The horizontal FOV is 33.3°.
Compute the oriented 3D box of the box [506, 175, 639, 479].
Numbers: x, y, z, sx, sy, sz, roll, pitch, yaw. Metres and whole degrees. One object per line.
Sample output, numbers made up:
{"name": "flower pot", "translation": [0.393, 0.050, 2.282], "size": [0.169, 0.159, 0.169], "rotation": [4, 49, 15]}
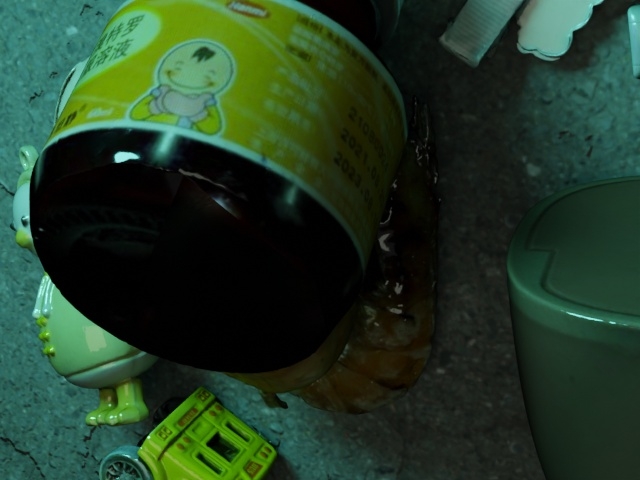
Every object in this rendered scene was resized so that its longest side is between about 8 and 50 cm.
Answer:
{"name": "box", "translation": [0.284, 0.094, 0.806], "size": [0.301, 0.301, 0.216], "rotation": [1, 112, 20]}

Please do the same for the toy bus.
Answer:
{"name": "toy bus", "translation": [-0.184, 0.322, 1.130], "size": [0.152, 0.144, 0.330], "rotation": [34, 113, 6]}

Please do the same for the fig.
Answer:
{"name": "fig", "translation": [-0.044, 0.084, 0.962], "size": [0.159, 0.159, 0.257], "rotation": [17, 143, 15]}

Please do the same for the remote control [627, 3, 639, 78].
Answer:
{"name": "remote control", "translation": [0.331, -0.165, 0.847], "size": [0.166, 0.029, 0.065], "rotation": [-4, 104, 21]}

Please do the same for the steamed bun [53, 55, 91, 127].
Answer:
{"name": "steamed bun", "translation": [-0.155, -0.065, 0.993], "size": [0.177, 0.130, 0.228], "rotation": [-18, 81, 48]}

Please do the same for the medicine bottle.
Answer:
{"name": "medicine bottle", "translation": [-0.048, -0.122, 0.804], "size": [0.242, 0.395, 0.242], "rotation": [10, 145, 7]}

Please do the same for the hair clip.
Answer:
{"name": "hair clip", "translation": [0.179, -0.240, 0.870], "size": [0.140, 0.054, 0.220], "rotation": [38, 113, 11]}

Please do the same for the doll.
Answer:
{"name": "doll", "translation": [-0.247, 0.046, 1.079], "size": [0.296, 0.117, 0.141], "rotation": [63, 152, -4]}

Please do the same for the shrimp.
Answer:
{"name": "shrimp", "translation": [0.000, 0.000, 1.006], "size": [0.233, 0.071, 0.365], "rotation": [7, 114, 24]}
